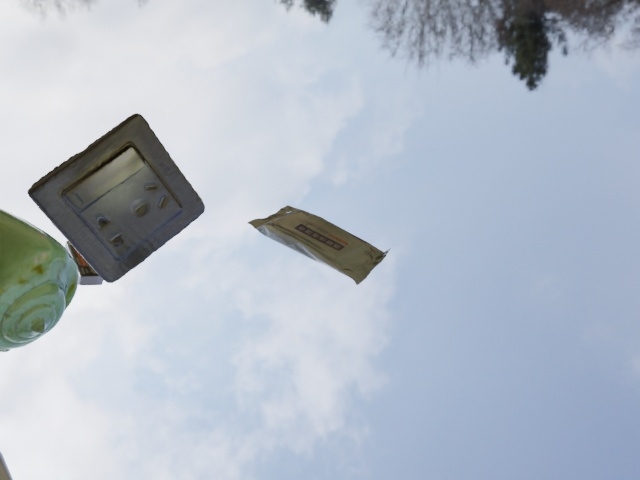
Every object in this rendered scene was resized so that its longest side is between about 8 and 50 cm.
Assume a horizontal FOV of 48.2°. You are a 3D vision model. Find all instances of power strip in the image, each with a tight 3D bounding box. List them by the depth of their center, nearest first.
[{"bbox_3d":[-0.393,-0.084,1.397,0.257,0.251,0.092,-38,-141,-12],"label":"power strip"}]

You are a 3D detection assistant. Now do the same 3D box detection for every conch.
[{"bbox_3d":[-0.376,0.035,0.779,0.251,0.143,0.137,20,-156,22],"label":"conch"}]

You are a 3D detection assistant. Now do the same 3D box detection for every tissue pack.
[{"bbox_3d":[0.000,0.000,1.078,0.193,0.026,0.122,26,-154,19],"label":"tissue pack"}]

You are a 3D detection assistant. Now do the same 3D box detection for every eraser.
[{"bbox_3d":[-0.503,0.047,1.522,0.052,0.029,0.122,1,-143,-39],"label":"eraser"}]

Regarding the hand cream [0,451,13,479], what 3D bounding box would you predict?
[{"bbox_3d":[-0.644,0.509,1.404,0.247,0.133,0.083,58,-162,16],"label":"hand cream"}]
